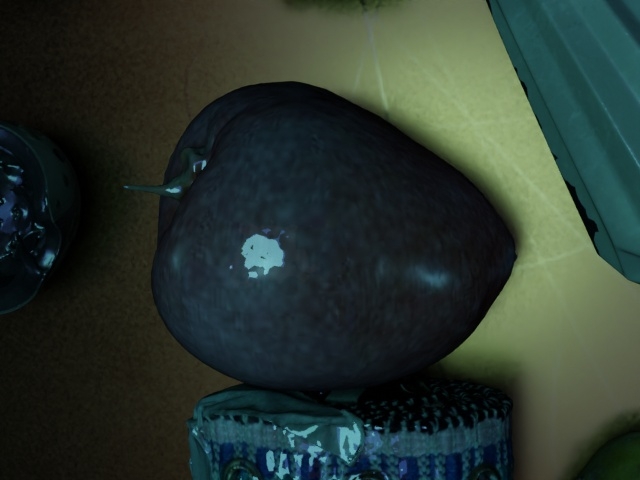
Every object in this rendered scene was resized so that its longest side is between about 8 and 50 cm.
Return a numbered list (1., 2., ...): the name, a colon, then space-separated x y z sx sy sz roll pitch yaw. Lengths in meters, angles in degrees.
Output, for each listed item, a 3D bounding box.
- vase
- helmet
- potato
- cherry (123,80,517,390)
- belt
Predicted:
1. vase: 0.210 -0.142 0.828 0.165 0.165 0.360 -33 82 14
2. helmet: -0.280 -0.031 0.975 0.153 0.107 0.177 30 120 7
3. potato: 0.219 0.237 0.877 0.085 0.105 0.188 28 114 -8
4. cherry: 0.000 0.000 0.835 0.307 0.261 0.221 11 119 -12
5. belt: 0.023 0.181 0.864 0.257 0.207 0.150 0 92 6
